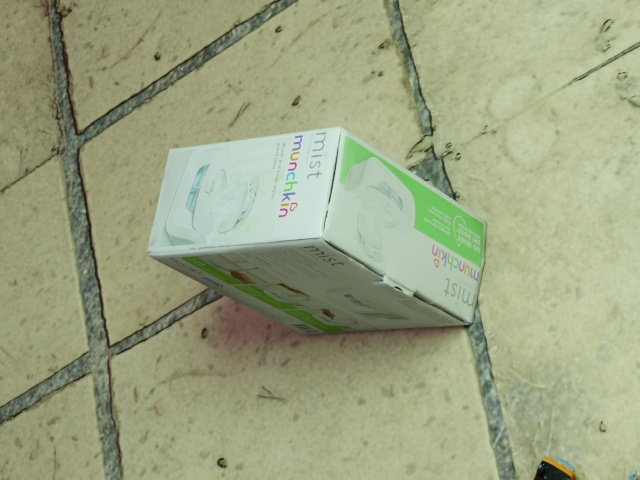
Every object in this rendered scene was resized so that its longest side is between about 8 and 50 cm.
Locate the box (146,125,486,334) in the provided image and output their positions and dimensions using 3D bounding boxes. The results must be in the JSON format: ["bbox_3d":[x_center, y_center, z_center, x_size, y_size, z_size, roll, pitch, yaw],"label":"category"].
[{"bbox_3d":[0.000,0.000,1.973,0.231,0.262,0.126,-7,65,39],"label":"box"}]

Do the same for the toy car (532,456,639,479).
[{"bbox_3d":[0.255,0.234,1.815,0.122,0.060,0.040,14,34,26],"label":"toy car"}]
